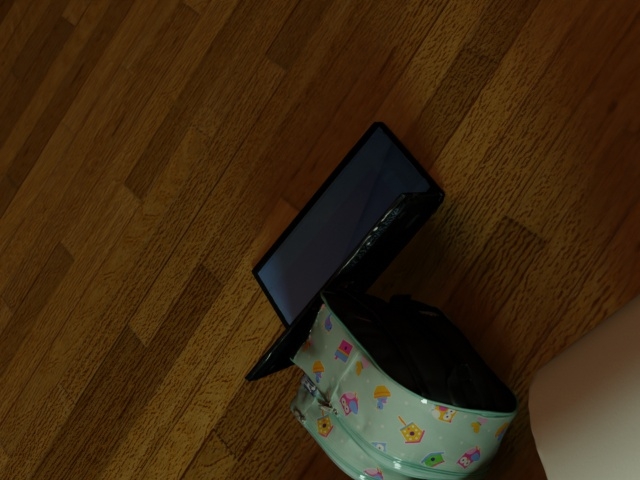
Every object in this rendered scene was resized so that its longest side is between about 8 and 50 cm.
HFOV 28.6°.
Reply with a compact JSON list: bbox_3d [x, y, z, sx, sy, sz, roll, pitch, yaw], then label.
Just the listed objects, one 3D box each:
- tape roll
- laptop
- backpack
[{"bbox_3d":[0.262,0.168,0.793,0.100,0.286,0.286,-42,44,22],"label":"tape roll"},{"bbox_3d":[0.000,0.000,1.274,0.136,0.264,0.234,42,104,12],"label":"laptop"},{"bbox_3d":[0.074,0.138,1.099,0.188,0.166,0.144,36,108,53],"label":"backpack"}]
